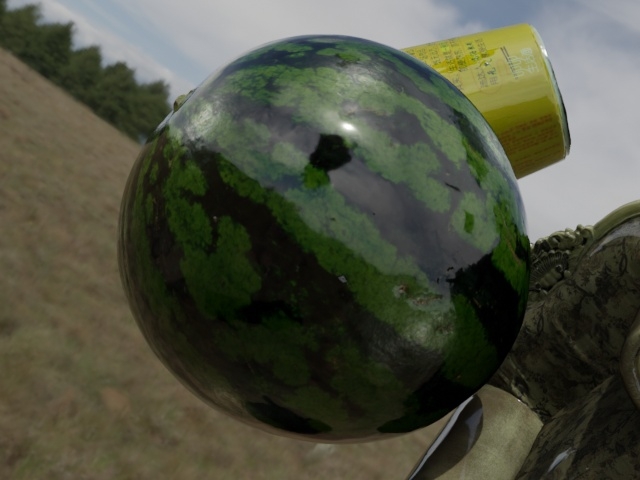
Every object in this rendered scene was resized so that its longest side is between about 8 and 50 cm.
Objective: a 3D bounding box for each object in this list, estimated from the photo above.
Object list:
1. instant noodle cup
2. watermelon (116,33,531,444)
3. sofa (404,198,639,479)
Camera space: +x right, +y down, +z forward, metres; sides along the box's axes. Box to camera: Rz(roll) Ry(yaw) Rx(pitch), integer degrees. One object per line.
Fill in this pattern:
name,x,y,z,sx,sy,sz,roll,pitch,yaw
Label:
instant noodle cup,0.126,-0.124,0.968,0.215,0.236,0.216,-18,90,-82
watermelon,0.000,0.000,0.648,0.285,0.285,0.285,34,-1,1
sofa,0.169,0.103,0.602,0.182,0.258,0.200,47,37,3
